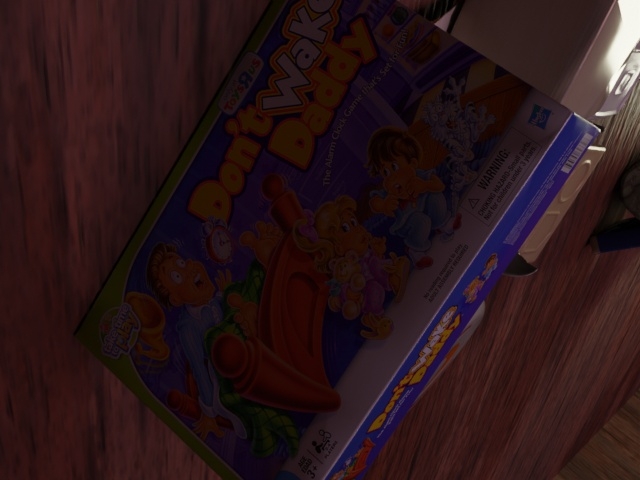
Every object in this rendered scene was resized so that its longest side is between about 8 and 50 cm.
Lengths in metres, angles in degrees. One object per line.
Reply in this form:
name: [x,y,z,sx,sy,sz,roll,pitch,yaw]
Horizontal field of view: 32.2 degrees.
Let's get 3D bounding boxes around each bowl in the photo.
bowl: [0.349,-0.204,1.345,0.142,0.053,0.142,-11,132,-56]

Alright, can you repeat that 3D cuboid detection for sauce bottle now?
sauce bottle: [0.624,-0.113,1.873,0.344,0.111,0.111,-19,140,-48]

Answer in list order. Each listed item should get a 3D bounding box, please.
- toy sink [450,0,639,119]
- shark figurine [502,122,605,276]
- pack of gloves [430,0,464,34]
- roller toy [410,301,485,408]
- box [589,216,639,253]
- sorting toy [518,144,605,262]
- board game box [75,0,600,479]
toy sink: [0.220,-0.227,0.985,0.152,0.131,0.234,-29,149,-51]
shark figurine: [0.226,-0.021,1.312,0.278,0.116,0.166,-49,157,-3]
pack of gloves: [0.043,-0.095,0.998,0.195,0.046,0.232,-47,159,-46]
roller toy: [0.061,0.088,1.129,0.209,0.146,0.191,-43,165,-23]
box: [0.577,-0.022,1.830,0.136,0.225,0.037,-21,99,-49]
sorting toy: [0.299,-0.051,1.494,0.193,0.038,0.208,-61,159,19]
board game box: [0.000,0.000,0.800,0.347,0.233,0.078,-58,155,12]
